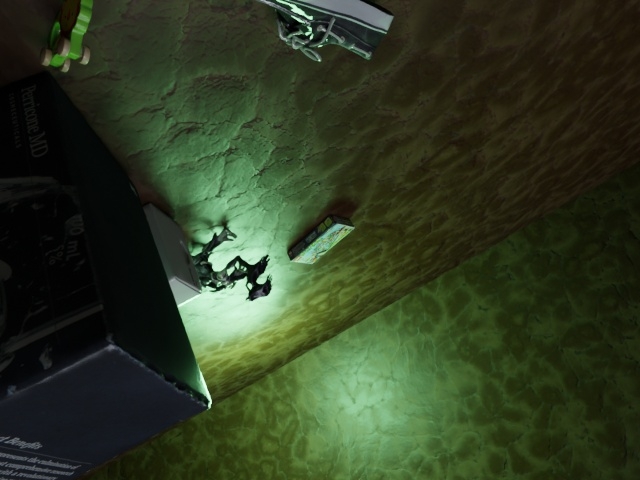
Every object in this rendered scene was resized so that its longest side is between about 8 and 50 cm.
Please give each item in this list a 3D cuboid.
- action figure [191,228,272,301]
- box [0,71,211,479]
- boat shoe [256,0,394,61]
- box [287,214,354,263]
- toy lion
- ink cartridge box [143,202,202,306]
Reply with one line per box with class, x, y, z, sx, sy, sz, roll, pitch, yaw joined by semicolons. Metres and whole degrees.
action figure;-0.251;0.068;1.196;0.141;0.275;0.164;-54;144;-38
box;-0.477;0.098;0.615;0.471;0.480;0.297;-26;148;-9
boat shoe;-0.012;-0.347;0.705;0.306;0.113;0.105;-13;138;-47
box;0.000;0.000;1.456;0.207;0.036;0.114;-41;151;27
toy lion;-0.323;-0.275;0.581;0.100;0.096;0.034;5;179;40
ink cartridge box;-0.435;0.082;0.987;0.289;0.211;0.121;-29;153;2
